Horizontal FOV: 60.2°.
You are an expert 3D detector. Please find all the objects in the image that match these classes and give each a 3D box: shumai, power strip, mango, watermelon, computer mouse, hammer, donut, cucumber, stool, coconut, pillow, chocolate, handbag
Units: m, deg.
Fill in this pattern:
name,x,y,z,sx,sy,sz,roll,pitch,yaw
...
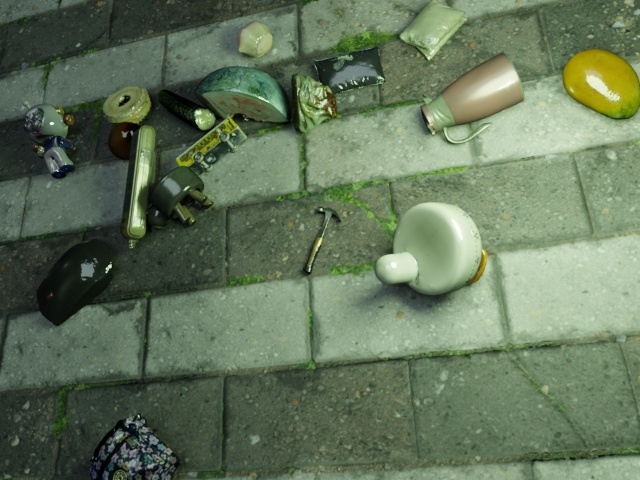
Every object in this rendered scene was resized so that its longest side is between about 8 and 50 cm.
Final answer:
name,x,y,z,sx,sy,sz,roll,pitch,yaw
shumai,-0.016,-0.428,1.673,0.141,0.184,0.184,-4,66,-11
power strip,-0.571,-0.163,1.712,0.092,0.066,0.388,-8,77,52
mango,0.751,-0.416,1.460,0.221,0.120,0.152,39,87,18
watermelon,-0.253,-0.487,1.727,0.321,0.188,0.175,6,72,16
computer mouse,-0.759,0.119,1.686,0.295,0.087,0.168,-44,68,-2
hammer,0.000,0.000,1.558,0.078,0.021,0.201,14,74,20
donut,-0.656,-0.454,1.882,0.174,0.068,0.175,-10,52,13
cucumber,-0.456,-0.438,1.830,0.241,0.074,0.075,30,80,25
stool,-0.423,-0.116,1.669,0.139,0.228,0.153,44,42,5
coconut,-0.223,-0.662,1.836,0.110,0.110,0.124,38,76,25
pillow,0.345,-0.654,1.687,0.134,0.078,0.181,40,82,25
chocolate,-0.642,-0.323,1.830,0.133,0.127,0.124,-29,33,16
handbag,-0.486,0.578,1.410,0.207,0.127,0.229,34,89,23
pillow,0.090,-0.527,1.723,0.208,0.055,0.142,-13,76,11

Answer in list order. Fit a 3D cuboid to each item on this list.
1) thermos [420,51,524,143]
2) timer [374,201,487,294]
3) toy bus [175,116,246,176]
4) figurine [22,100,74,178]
name,x,y,z,sx,sy,sz,roll,pitch,yaw
thermos,0.417,-0.380,1.536,0.264,0.146,0.177,-27,90,13
timer,0.267,0.023,1.356,0.233,0.240,0.234,7,99,51
toy bus,-0.341,-0.284,1.737,0.226,0.081,0.074,-39,60,2
figurine,-0.941,-0.344,1.904,0.193,0.133,0.275,-10,80,24
